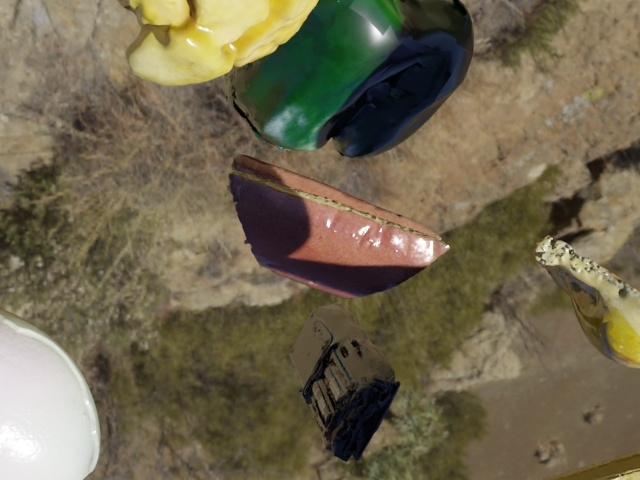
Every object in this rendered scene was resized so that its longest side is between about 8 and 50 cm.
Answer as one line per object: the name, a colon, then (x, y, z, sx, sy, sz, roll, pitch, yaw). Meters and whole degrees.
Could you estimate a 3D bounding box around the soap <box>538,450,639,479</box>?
soap: (0.242, 0.318, 0.788, 0.315, 0.199, 0.091, -17, 178, -3)

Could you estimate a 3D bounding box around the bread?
bread: (0.000, 0.001, 0.722, 0.193, 0.067, 0.119, 19, 145, -11)

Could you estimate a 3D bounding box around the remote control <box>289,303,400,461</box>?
remote control: (0.017, 0.181, 1.176, 0.062, 0.399, 0.144, 28, 93, -12)

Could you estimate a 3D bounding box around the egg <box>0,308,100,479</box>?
egg: (-0.303, 0.156, 0.765, 0.217, 0.183, 0.183, 20, 142, -3)

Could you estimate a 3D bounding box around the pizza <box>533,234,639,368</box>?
pizza: (0.313, 0.078, 0.935, 0.204, 0.188, 0.080, 31, 95, -39)

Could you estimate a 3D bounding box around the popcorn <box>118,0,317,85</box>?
popcorn: (-0.048, -0.165, 0.426, 0.140, 0.163, 0.194, -29, 166, 23)

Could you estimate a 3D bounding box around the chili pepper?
chili pepper: (0.027, -0.224, 0.936, 0.249, 0.233, 0.257, -7, 160, -35)
